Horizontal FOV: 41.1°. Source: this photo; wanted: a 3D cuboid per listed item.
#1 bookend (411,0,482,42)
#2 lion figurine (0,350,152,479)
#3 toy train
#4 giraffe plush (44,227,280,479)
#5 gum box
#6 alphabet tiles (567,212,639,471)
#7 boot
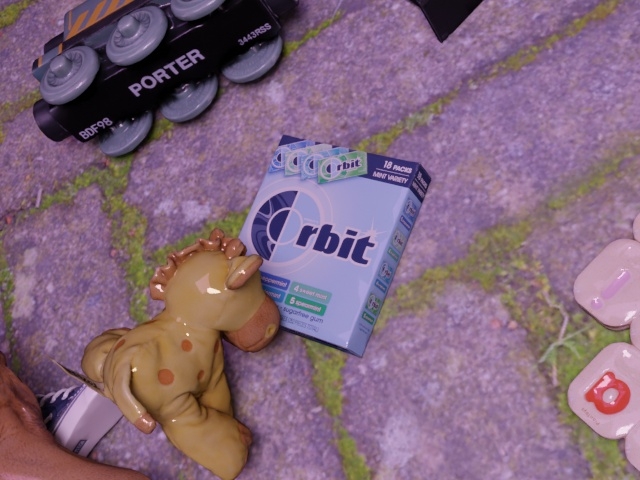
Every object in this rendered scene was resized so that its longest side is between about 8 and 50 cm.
[{"bbox_3d":[0.117,-0.313,0.875,0.157,0.072,0.156,-47,56,2],"label":"bookend"},{"bbox_3d":[-0.245,0.232,0.751,0.392,0.142,0.240,22,85,6],"label":"lion figurine"},{"bbox_3d":[-0.179,-0.232,0.958,0.334,0.142,0.190,-26,48,16],"label":"toy train"},{"bbox_3d":[-0.110,0.080,0.745,0.181,0.210,0.170,29,76,35],"label":"giraffe plush"},{"bbox_3d":[0.000,0.000,0.817,0.157,0.041,0.184,15,77,30],"label":"gum box"},{"bbox_3d":[0.337,0.076,0.630,0.278,0.021,0.284,-46,57,-1],"label":"alphabet tiles"},{"bbox_3d":[-0.258,0.170,0.853,0.086,0.069,0.190,37,88,27],"label":"boot"}]
